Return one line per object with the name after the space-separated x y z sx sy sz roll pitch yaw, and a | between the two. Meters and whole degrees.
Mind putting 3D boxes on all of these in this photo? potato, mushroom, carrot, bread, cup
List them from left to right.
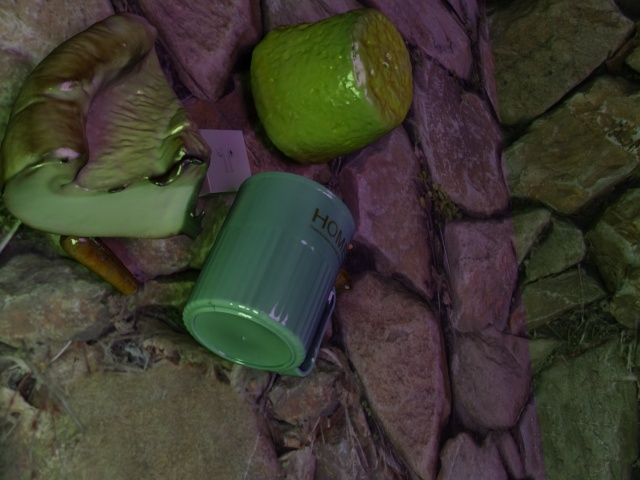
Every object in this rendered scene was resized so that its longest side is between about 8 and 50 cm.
-0.369 -0.206 1.110 0.314 0.224 0.397 -3 57 -30 | mushroom
-0.366 0.035 1.133 0.161 0.055 0.055 49 44 -38 | carrot
-0.101 0.085 1.339 0.331 0.257 0.311 98 11 -54 | cup
0.034 0.092 1.605 0.096 0.103 0.066 9 76 -53 | potato
0.039 -0.368 1.577 0.348 0.308 0.348 26 57 -50 | bread

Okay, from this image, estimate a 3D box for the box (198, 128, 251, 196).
-0.210 -0.160 1.399 0.130 0.051 0.129 -11 88 -54 | box

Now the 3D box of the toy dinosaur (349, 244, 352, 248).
0.000 0.000 1.616 0.288 0.070 0.117 -35 105 -48 | toy dinosaur
